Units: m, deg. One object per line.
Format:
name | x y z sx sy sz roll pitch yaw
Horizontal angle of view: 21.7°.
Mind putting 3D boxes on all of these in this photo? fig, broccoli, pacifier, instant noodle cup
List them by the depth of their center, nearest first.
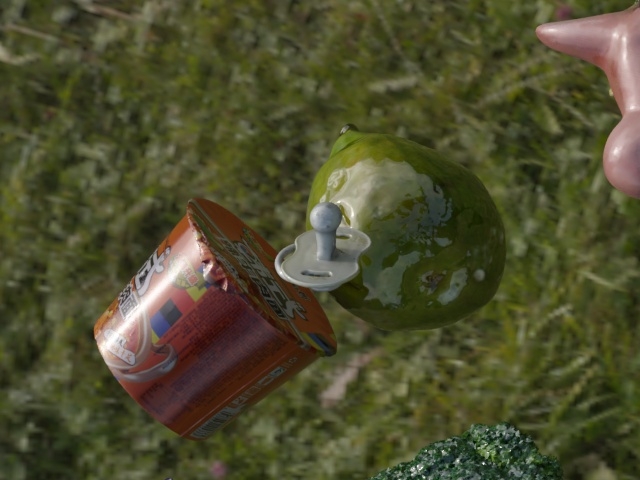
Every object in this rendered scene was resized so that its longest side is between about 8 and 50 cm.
pacifier | 0.000 0.000 1.215 0.068 0.083 0.064 8 122 15
broccoli | 0.150 0.307 1.546 0.294 0.245 0.265 -5 60 35
instant noodle cup | -0.132 0.104 1.974 0.192 0.250 0.250 -43 57 12
fig | 0.076 -0.015 2.039 0.314 0.233 0.233 21 96 54

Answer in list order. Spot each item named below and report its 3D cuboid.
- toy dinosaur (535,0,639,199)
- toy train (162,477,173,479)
toy dinosaur | 0.252 -0.123 1.321 0.177 0.152 0.194 -40 76 -18
toy train | -0.142 0.279 1.697 0.017 0.017 0.083 -23 74 -10
